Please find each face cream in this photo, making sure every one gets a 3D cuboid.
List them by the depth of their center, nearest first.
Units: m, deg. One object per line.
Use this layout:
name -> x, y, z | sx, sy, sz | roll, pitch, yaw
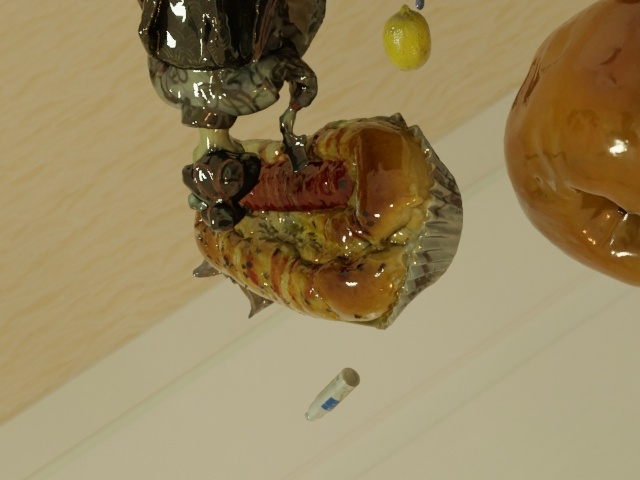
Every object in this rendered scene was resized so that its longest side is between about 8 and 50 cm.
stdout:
face cream -> 0.015, 0.243, 1.288 | 0.034, 0.034, 0.130 | 55, 132, 18

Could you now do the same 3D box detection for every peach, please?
peach -> 0.378, -0.126, 0.918 | 0.343, 0.301, 0.343 | 31, 158, 14

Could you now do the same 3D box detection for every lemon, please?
lemon -> 0.141, -0.331, 1.362 | 0.082, 0.082, 0.110 | 49, 160, 57

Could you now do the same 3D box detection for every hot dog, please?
hot dog -> -0.010, -0.016, 0.549 | 0.253, 0.069, 0.131 | 9, 93, 53

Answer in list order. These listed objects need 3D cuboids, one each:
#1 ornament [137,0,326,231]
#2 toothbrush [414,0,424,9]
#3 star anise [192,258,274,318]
ornament -> -0.043, -0.106, 0.486 | 0.153, 0.166, 0.196 | -41, -39, -64
toothbrush -> 0.119, -0.436, 1.262 | 0.021, 0.027, 0.269 | 15, -136, -32
star anise -> 0.000, 0.000, 0.953 | 0.218, 0.227, 0.148 | -41, -63, -51
